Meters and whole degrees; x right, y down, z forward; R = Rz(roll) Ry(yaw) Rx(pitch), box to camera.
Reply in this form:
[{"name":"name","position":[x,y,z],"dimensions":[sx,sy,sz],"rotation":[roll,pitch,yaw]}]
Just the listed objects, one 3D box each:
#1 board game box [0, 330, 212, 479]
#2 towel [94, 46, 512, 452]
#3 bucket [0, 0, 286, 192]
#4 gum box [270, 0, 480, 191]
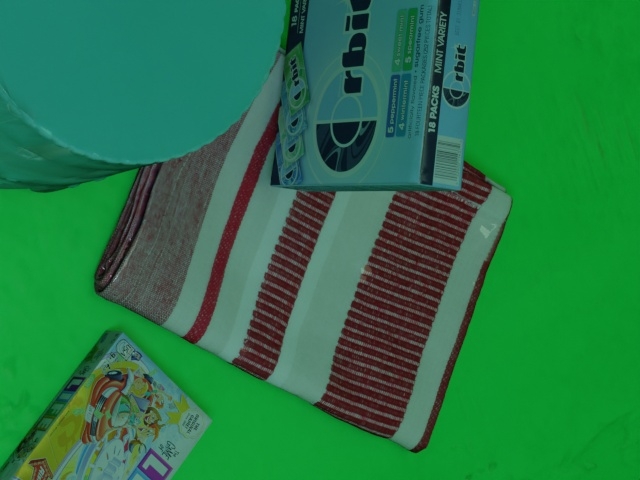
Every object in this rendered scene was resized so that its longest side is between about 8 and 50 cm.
[{"name":"board game box","position":[-0.159,0.156,1.419],"dimensions":[0.103,0.026,0.154],"rotation":[47,64,-26]},{"name":"towel","position":[0.000,0.000,1.530],"dimensions":[0.329,0.037,0.237],"rotation":[30,74,-32]},{"name":"bucket","position":[-0.169,-0.166,1.320],"dimensions":[0.281,0.183,0.281],"rotation":[1,89,-35]},{"name":"gum box","position":[0.037,-0.114,1.419],"dimensions":[0.041,0.184,0.157],"rotation":[8,86,-35]}]
